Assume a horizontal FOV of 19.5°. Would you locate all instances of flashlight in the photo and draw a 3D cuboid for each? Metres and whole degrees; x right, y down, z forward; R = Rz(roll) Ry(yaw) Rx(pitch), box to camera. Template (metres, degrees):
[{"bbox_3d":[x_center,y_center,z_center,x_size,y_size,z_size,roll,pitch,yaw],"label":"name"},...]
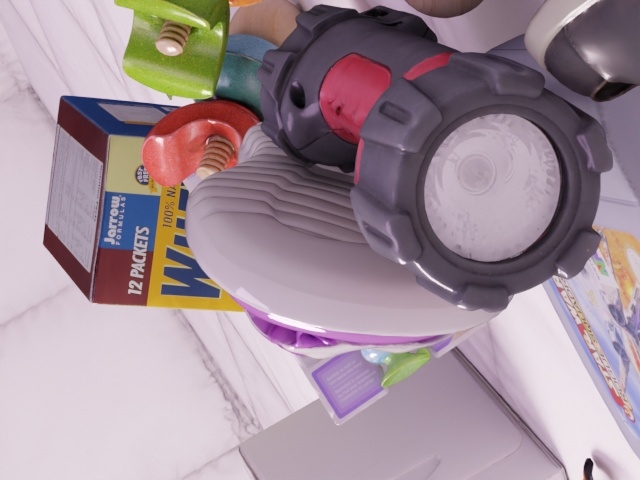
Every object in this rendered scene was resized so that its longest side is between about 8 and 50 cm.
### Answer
[{"bbox_3d":[0.034,-0.049,0.871,0.304,0.103,0.103,-144,57,-70],"label":"flashlight"}]

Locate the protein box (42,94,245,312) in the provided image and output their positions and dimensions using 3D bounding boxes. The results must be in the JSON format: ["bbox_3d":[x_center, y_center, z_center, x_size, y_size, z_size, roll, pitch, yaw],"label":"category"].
[{"bbox_3d":[-0.107,-0.032,1.537,0.201,0.200,0.136,-144,60,-67],"label":"protein box"}]

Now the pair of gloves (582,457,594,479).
[{"bbox_3d":[0.179,0.195,1.274,0.074,0.010,0.083,-79,-8,-49],"label":"pair of gloves"}]

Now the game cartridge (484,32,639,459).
[{"bbox_3d":[0.170,0.039,0.894,0.297,0.062,0.198,61,166,-11],"label":"game cartridge"}]

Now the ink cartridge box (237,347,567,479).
[{"bbox_3d":[0.091,0.258,1.506,0.197,0.198,0.270,50,166,47],"label":"ink cartridge box"}]

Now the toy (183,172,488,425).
[{"bbox_3d":[0.000,0.000,1.360,0.237,0.137,0.056,56,-170,11],"label":"toy"}]

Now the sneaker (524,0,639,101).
[{"bbox_3d":[0.143,-0.059,0.645,0.118,0.083,0.222,54,173,5],"label":"sneaker"}]

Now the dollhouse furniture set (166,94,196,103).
[{"bbox_3d":[-0.088,-0.109,1.728,0.152,0.058,0.076,56,170,20],"label":"dollhouse furniture set"}]

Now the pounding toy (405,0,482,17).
[{"bbox_3d":[-0.005,-0.225,0.927,0.237,0.110,0.183,23,142,23],"label":"pounding toy"}]

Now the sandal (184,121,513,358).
[{"bbox_3d":[0.016,0.015,1.008,0.416,0.169,0.102,-73,-5,-78],"label":"sandal"}]

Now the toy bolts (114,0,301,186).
[{"bbox_3d":[-0.026,-0.137,1.269,0.218,0.158,0.228,18,151,5],"label":"toy bolts"}]
